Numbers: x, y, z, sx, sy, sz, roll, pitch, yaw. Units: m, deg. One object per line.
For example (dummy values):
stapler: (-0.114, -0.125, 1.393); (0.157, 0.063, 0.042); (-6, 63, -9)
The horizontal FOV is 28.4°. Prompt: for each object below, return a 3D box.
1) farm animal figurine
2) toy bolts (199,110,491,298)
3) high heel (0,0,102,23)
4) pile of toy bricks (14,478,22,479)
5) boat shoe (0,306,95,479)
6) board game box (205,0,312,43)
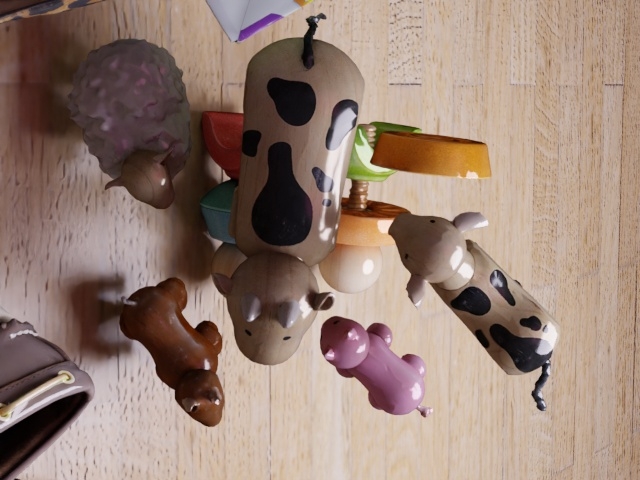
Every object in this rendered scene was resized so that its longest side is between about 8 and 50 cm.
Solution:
farm animal figurine: (0.000, 0.000, 0.914); (0.172, 0.330, 0.327); (-93, 175, -79)
toy bolts: (0.013, -0.018, 1.072); (0.228, 0.218, 0.158); (0, 101, -35)
high heel: (-0.223, -0.151, 0.734); (0.261, 0.186, 0.093); (-35, 123, -45)
pile of toy bricks: (-0.211, 0.238, 0.865); (0.212, 0.105, 0.118); (-9, 101, -52)
boat shoe: (-0.265, 0.164, 0.758); (0.324, 0.096, 0.116); (-49, 163, -44)
board game box: (-0.057, -0.279, 0.849); (0.142, 0.275, 0.144); (-29, 129, 3)
